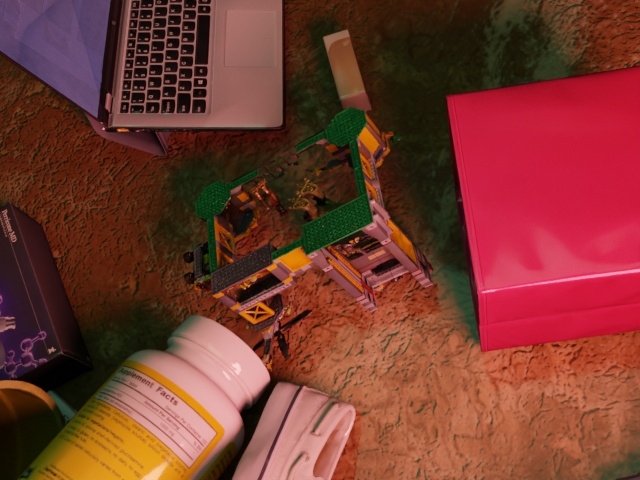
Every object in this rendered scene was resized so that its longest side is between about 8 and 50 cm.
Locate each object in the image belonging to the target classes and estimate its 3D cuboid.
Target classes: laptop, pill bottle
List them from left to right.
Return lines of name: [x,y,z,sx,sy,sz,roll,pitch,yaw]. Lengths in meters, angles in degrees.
laptop: [-0.254,-0.376,1.245,0.408,0.236,0.381,0,61,-3]
pill bottle: [-0.216,0.259,1.063,0.188,0.187,0.334,29,60,21]

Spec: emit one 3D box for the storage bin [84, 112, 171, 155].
storage bin: [-0.285,-0.207,1.341,0.135,0.098,0.091,17,64,19]

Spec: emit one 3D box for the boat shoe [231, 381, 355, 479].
boat shoe: [-0.020,0.314,0.990,0.157,0.135,0.367,10,31,10]

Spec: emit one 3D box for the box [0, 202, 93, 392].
box: [-0.469,0.105,1.256,0.184,0.103,0.261,-27,66,-1]

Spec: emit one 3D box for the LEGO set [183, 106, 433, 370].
LEGO set: [0.000,0.000,1.170,0.331,0.192,0.254,-32,46,14]

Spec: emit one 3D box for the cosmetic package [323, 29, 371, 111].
cosmetic package: [0.040,-0.251,1.296,0.041,0.060,0.115,-17,68,6]

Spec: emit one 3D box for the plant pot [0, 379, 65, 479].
plant pot: [-0.563,0.299,1.037,0.353,0.366,0.366,13,73,20]

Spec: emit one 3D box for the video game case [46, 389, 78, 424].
video game case: [-0.378,0.332,1.188,0.173,0.022,0.190,35,81,23]

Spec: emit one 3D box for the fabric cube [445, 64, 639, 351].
fabric cube: [0.301,-0.030,1.044,0.258,0.259,0.254,-9,67,7]

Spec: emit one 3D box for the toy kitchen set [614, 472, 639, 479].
toy kitchen set: [0.457,0.262,1.002,0.207,0.166,0.122,1,65,-26]
